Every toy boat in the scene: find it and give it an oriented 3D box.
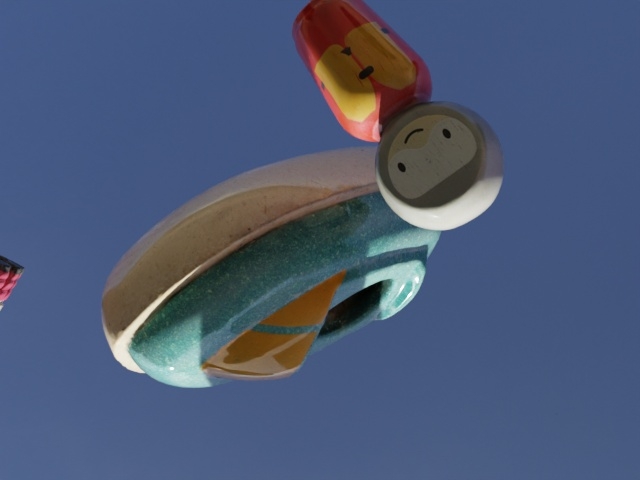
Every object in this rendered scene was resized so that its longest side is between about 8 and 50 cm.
[{"bbox_3d":[0.000,0.000,0.603,0.267,0.318,0.148,-23,-113,-32],"label":"toy boat"}]

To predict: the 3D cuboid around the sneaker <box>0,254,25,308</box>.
[{"bbox_3d":[-0.288,0.040,0.519,0.121,0.299,0.112,24,-88,26],"label":"sneaker"}]
